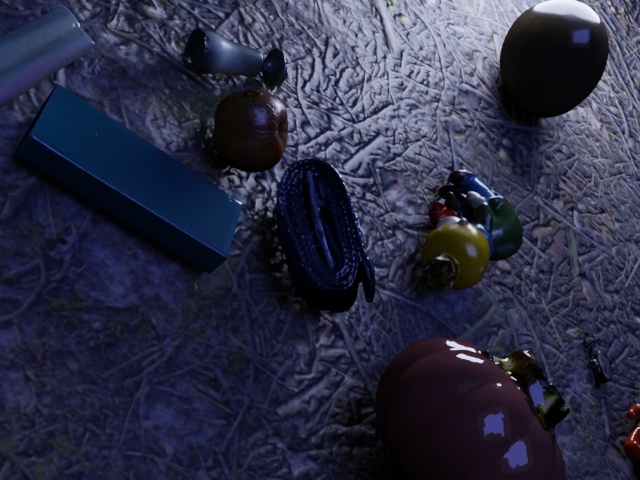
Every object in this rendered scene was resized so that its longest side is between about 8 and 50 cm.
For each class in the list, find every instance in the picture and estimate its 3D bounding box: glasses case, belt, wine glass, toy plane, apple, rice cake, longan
[{"bbox_3d":[-0.250,-0.075,1.336,0.301,0.070,0.117,33,42,-19],"label":"glasses case"},{"bbox_3d":[0.000,-0.001,1.468,0.122,0.128,0.218,-13,67,-5],"label":"belt"},{"bbox_3d":[-0.130,-0.279,1.554,0.155,0.072,0.072,6,61,-38],"label":"wine glass"},{"bbox_3d":[0.509,0.214,1.833,0.049,0.031,0.121,9,62,-27],"label":"toy plane"},{"bbox_3d":[-0.103,-0.160,1.477,0.101,0.126,0.126,4,52,10],"label":"apple"},{"bbox_3d":[-0.391,-0.241,1.330,0.080,0.042,0.222,48,43,-5],"label":"rice cake"},{"bbox_3d":[0.472,-0.372,2.031,0.215,0.246,0.246,45,43,10],"label":"longan"}]

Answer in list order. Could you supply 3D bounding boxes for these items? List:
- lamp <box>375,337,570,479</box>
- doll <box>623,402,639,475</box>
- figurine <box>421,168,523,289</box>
[{"bbox_3d":[0.216,0.259,1.363,0.305,0.239,0.305,53,2,-3],"label":"lamp"},{"bbox_3d":[0.616,0.328,1.825,0.245,0.076,0.142,-43,105,-42],"label":"doll"},{"bbox_3d":[0.225,-0.015,1.669,0.234,0.127,0.185,-26,79,-36],"label":"figurine"}]
